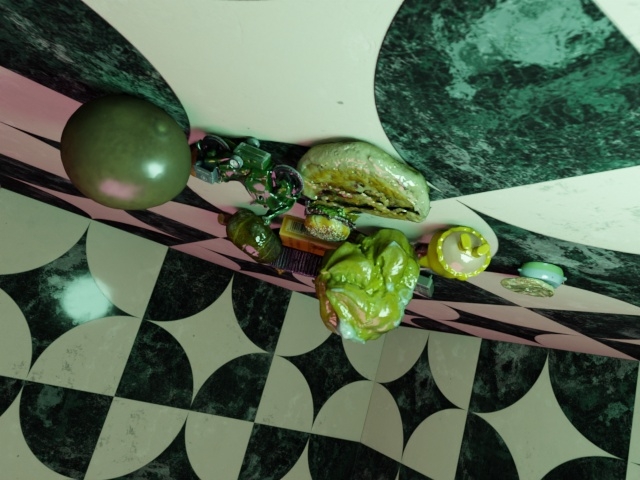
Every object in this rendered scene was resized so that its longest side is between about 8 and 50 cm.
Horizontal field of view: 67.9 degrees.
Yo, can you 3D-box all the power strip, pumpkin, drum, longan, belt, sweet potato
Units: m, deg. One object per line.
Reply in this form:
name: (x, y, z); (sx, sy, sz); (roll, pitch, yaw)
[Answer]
power strip: (0.394, 0.170, 1.963); (0.145, 0.061, 0.215); (19, 168, 19)
pumpkin: (-0.232, -0.026, 1.674); (0.219, 0.162, 0.219); (40, 176, 4)
drum: (0.641, 0.117, 1.449); (0.130, 0.049, 0.253); (15, 167, 3)
longan: (-0.411, -0.187, 1.017); (0.258, 0.257, 0.258); (15, 167, 4)
belt: (-0.089, 0.074, 1.876); (0.325, 0.122, 0.260); (14, -177, 36)
sweet potato: (-0.337, -0.072, 1.825); (0.117, 0.049, 0.049); (16, 169, -34)

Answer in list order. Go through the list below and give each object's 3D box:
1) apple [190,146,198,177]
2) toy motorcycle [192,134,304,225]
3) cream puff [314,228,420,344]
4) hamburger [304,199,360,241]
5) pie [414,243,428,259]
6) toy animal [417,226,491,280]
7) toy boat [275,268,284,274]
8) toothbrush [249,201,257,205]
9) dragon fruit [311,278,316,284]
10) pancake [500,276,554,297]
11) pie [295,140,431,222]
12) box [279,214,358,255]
apple: (-0.298, -0.195, 1.196); (0.071, 0.083, 0.084); (5, 177, -42)
toy motorcycle: (-0.163, -0.142, 1.097); (0.275, 0.124, 0.187); (26, 143, 11)
cream puff: (0.121, 0.120, 1.429); (0.276, 0.377, 0.378); (28, 166, -3)
hamburger: (0.024, -0.054, 1.371); (0.164, 0.093, 0.189); (16, 165, 0)
pie: (0.370, 0.048, 1.515); (0.154, 0.038, 0.153); (18, 166, 5)
toy animal: (0.363, 0.038, 1.261); (0.156, 0.155, 0.229); (16, 163, 0)
toy boat: (-0.201, 0.096, 2.255); (0.141, 0.098, 0.318); (18, 170, 5)
toothbrush: (-0.185, -0.125, 1.488); (0.014, 0.017, 0.194); (21, 166, -24)
dragon fruit: (0.074, 0.151, 2.119); (0.236, 0.135, 0.137); (-13, 157, 20)
pancake: (0.610, 0.136, 1.398); (0.152, 0.025, 0.151); (16, 166, 4)
pie: (0.096, -0.115, 1.063); (0.340, 0.077, 0.339); (18, 169, 4)
box: (0.000, 0.000, 1.663); (0.275, 0.076, 0.174); (15, 168, 3)
